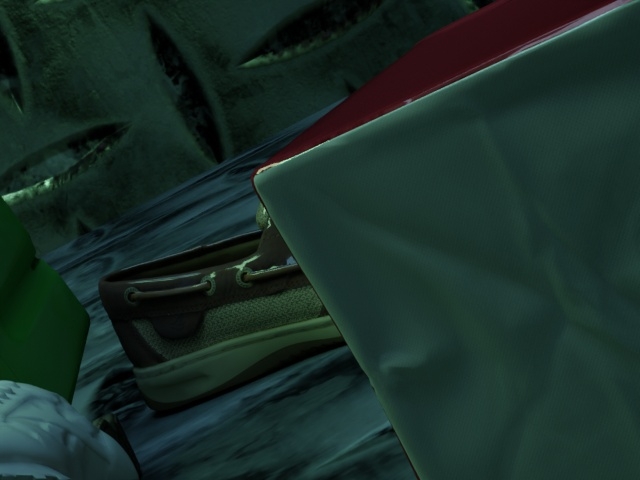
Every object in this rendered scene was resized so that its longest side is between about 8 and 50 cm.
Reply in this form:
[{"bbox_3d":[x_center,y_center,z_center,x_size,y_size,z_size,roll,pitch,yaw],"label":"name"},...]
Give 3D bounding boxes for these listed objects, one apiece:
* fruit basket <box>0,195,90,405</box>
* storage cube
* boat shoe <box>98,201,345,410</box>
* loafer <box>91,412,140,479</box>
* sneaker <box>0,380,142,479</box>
[{"bbox_3d":[-0.366,0.075,1.170,0.283,0.392,0.392,-20,11,32],"label":"fruit basket"},{"bbox_3d":[0.122,-0.011,0.719,0.215,0.183,0.193,-23,10,28],"label":"storage cube"},{"bbox_3d":[0.000,0.000,1.260,0.342,0.123,0.123,-24,9,23],"label":"boat shoe"},{"bbox_3d":[-0.137,0.138,1.106,0.050,0.056,0.148,-28,-2,-3],"label":"loafer"},{"bbox_3d":[-0.155,0.113,0.891,0.090,0.095,0.235,-35,-16,3],"label":"sneaker"}]
